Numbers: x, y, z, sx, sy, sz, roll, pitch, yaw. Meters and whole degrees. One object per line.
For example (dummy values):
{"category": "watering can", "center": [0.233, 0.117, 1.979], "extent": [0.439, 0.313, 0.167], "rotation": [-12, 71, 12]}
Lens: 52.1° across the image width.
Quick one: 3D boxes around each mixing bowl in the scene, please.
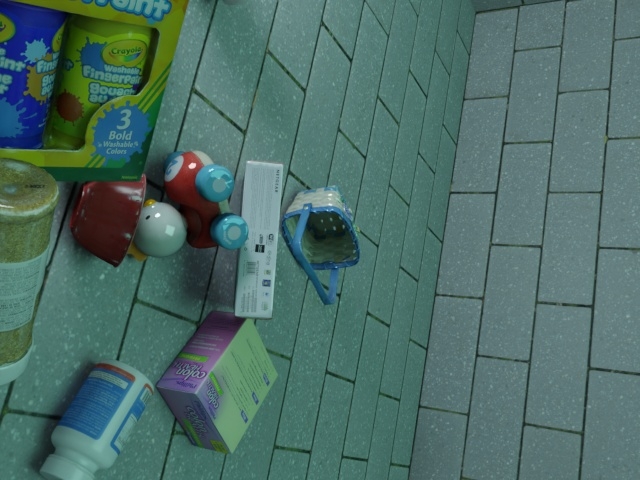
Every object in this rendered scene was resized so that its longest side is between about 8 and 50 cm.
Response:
{"category": "mixing bowl", "center": [-0.396, -0.049, 1.194], "extent": [0.098, 0.181, 0.181], "rotation": [17, 74, -25]}

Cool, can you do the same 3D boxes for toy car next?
{"category": "toy car", "center": [-0.310, -0.054, 1.339], "extent": [0.238, 0.219, 0.210], "rotation": [-26, 118, -26]}

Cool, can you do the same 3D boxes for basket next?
{"category": "basket", "center": [0.000, 0.000, 1.829], "extent": [0.255, 0.201, 0.289], "rotation": [63, 31, -42]}

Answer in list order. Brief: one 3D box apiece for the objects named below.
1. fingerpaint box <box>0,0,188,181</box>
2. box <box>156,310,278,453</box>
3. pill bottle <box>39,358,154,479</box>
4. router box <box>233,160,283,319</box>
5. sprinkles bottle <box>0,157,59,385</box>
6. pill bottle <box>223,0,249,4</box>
{"category": "fingerpaint box", "center": [-0.420, -0.272, 0.863], "extent": [0.444, 0.163, 0.371], "rotation": [-4, 125, -47]}
{"category": "box", "center": [-0.232, 0.326, 1.528], "extent": [0.243, 0.117, 0.214], "rotation": [-58, 139, -43]}
{"category": "pill bottle", "center": [-0.412, 0.341, 1.203], "extent": [0.221, 0.124, 0.124], "rotation": [-64, 143, -35]}
{"category": "router box", "center": [-0.150, 0.003, 1.522], "extent": [0.301, 0.082, 0.335], "rotation": [168, -74, -82]}
{"category": "sprinkles bottle", "center": [-0.457, 0.057, 0.930], "extent": [0.121, 0.121, 0.355], "rotation": [-40, 161, -53]}
{"category": "pill bottle", "center": [-0.223, -0.693, 1.408], "extent": [0.334, 0.188, 0.188], "rotation": [61, 41, -42]}
